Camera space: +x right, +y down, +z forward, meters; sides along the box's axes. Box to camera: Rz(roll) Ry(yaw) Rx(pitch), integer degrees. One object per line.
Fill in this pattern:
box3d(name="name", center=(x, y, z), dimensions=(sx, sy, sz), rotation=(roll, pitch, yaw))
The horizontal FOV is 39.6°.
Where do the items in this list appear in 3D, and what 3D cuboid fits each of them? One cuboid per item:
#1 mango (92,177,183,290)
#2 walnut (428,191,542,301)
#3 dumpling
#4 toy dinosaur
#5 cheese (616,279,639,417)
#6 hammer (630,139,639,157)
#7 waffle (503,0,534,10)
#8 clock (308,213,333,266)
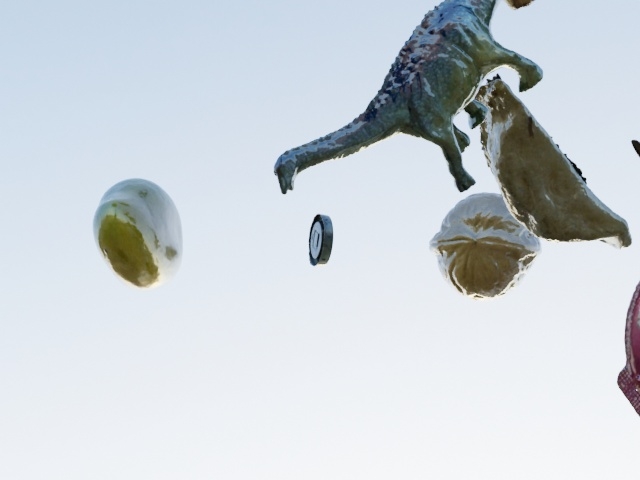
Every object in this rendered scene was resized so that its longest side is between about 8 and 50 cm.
box3d(name="mango", center=(-0.202, -0.003, 0.981), dimensions=(0.086, 0.191, 0.122), rotation=(-11, -73, 5))
box3d(name="walnut", center=(0.329, 0.013, 1.783), dimensions=(0.228, 0.228, 0.228), rotation=(3, -45, 3))
box3d(name="dumpling", center=(0.315, -0.086, 1.357), dimensions=(0.332, 0.086, 0.166), rotation=(49, -35, -7))
box3d(name="toy dinosaur", center=(0.113, -0.149, 0.789), dimensions=(0.147, 0.076, 0.363), rotation=(42, -99, -23))
box3d(name="cheese", center=(0.335, 0.055, 0.733), dimensions=(0.155, 0.244, 0.062), rotation=(55, -17, -14))
box3d(name="hammer", center=(0.539, -0.088, 1.376), dimensions=(0.065, 0.021, 0.178), rotation=(-36, -89, 2))
box3d(name="waffle", center=(0.283, -0.417, 0.968), dimensions=(0.308, 0.091, 0.213), rotation=(-32, -66, 4))
box3d(name="clock", center=(0.000, 0.000, 1.391), dimensions=(0.017, 0.085, 0.085), rotation=(5, -43, -17))
